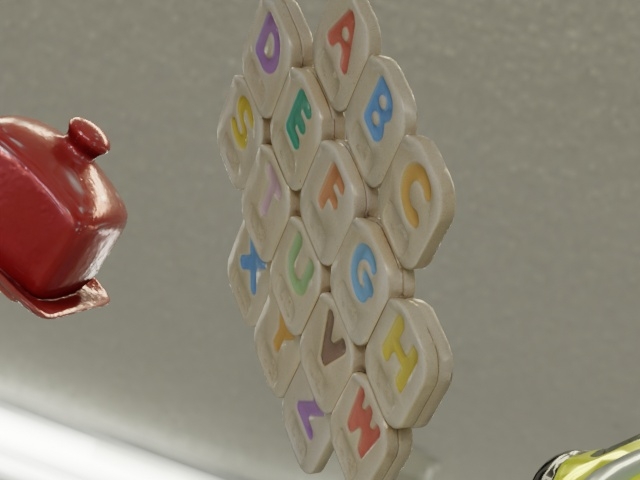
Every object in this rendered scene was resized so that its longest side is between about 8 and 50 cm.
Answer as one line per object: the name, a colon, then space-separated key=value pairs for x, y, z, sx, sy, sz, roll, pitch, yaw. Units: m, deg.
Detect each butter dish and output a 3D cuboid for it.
butter dish: x=-0.194 y=-0.036 z=1.370 sx=0.160 sy=0.118 sz=0.160 roll=44 pitch=10 yaw=7

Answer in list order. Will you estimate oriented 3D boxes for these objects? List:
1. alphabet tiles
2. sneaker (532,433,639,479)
alphabet tiles: x=0.000 y=0.000 z=1.152 sx=0.021 sy=0.284 sz=0.278 roll=-6 pitch=-35 yaw=-25
sneaker: x=0.249 y=0.078 z=0.719 sx=0.385 sy=0.145 sz=0.147 roll=-8 pitch=23 yaw=-25
